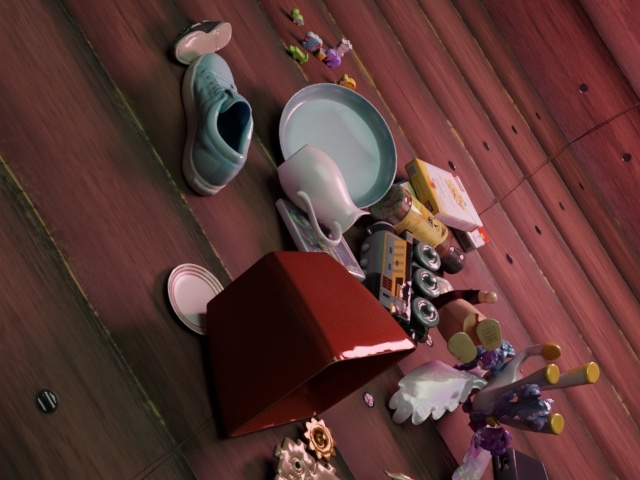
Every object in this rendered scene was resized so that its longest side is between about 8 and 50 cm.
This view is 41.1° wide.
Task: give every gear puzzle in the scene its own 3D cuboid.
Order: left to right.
[{"bbox_3d":[-0.036,0.440,1.476,0.175,0.044,0.339,43,34,-22],"label":"gear puzzle"}]

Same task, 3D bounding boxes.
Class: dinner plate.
[{"bbox_3d":[-0.220,0.107,1.526,0.141,0.017,0.141,32,42,-34],"label":"dinner plate"}]

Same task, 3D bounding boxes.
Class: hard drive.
[{"bbox_3d":[0.483,0.615,1.984,0.172,0.054,0.254,31,42,-34],"label":"hard drive"}]

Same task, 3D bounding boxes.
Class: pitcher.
[{"bbox_3d":[-0.006,-0.093,1.833,0.207,0.125,0.178,51,33,-6],"label":"pitcher"}]

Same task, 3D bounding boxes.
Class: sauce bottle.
[{"bbox_3d":[0.254,-0.019,2.145,0.344,0.111,0.111,37,38,-43],"label":"sauce bottle"}]

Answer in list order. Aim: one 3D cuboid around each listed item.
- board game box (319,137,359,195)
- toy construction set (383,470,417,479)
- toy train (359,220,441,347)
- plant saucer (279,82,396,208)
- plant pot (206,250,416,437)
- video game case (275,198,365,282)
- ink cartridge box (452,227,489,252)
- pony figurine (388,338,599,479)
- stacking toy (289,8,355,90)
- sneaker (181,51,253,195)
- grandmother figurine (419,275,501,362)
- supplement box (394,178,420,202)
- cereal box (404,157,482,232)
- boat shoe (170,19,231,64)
[{"bbox_3d":[0.060,-0.190,2.098,0.170,0.048,0.141,56,32,-3],"label":"board game box"},{"bbox_3d":[0.145,0.527,1.507,0.237,0.257,0.309,29,21,-18],"label":"toy construction set"},{"bbox_3d":[0.166,0.097,1.934,0.190,0.142,0.333,31,41,-20],"label":"toy train"},{"bbox_3d":[0.037,-0.217,2.011,0.318,0.044,0.317,10,68,-27],"label":"plant saucer"},{"bbox_3d":[-0.043,0.163,1.496,0.267,0.267,0.235,3,54,-54],"label":"plant pot"},{"bbox_3d":[0.000,0.000,1.842,0.173,0.022,0.190,20,32,-43],"label":"video game case"},{"bbox_3d":[0.437,-0.050,2.474,0.179,0.045,0.145,-21,81,-53],"label":"ink cartridge box"},{"bbox_3d":[0.369,0.353,1.849,0.351,0.363,0.302,-38,103,-41],"label":"pony figurine"},{"bbox_3d":[0.005,-0.510,2.282,0.221,0.052,0.167,30,42,-35],"label":"stacking toy"},{"bbox_3d":[-0.190,-0.263,1.742,0.135,0.150,0.365,27,45,-40],"label":"sneaker"},{"bbox_3d":[0.305,0.163,1.959,0.342,0.208,0.104,-129,-156,-71],"label":"grandmother figurine"},{"bbox_3d":[0.208,-0.105,2.210,0.083,0.056,0.083,60,33,3],"label":"supplement box"},{"bbox_3d":[0.334,-0.119,2.306,0.240,0.047,0.173,12,49,-51],"label":"cereal box"},{"bbox_3d":[-0.275,-0.439,1.878,0.065,0.075,0.206,19,34,20],"label":"boat shoe"}]
